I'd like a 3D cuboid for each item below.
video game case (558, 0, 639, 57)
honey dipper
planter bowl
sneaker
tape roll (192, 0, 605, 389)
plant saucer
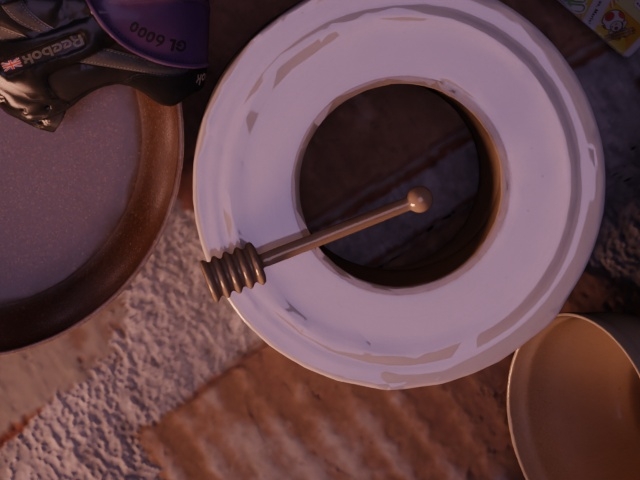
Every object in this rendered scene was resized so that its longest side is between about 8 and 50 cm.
[{"bbox_3d":[0.217,-0.271,1.070,0.206,0.026,0.227,37,108,-18],"label":"video game case"},{"bbox_3d":[0.000,0.000,1.030,0.161,0.030,0.030,-20,98,-4],"label":"honey dipper"},{"bbox_3d":[0.225,0.124,1.110,0.109,0.162,0.162,-8,98,-30],"label":"planter bowl"},{"bbox_3d":[-0.213,-0.128,1.014,0.283,0.107,0.124,-3,103,-4],"label":"sneaker"},{"bbox_3d":[0.051,-0.044,1.093,0.286,0.100,0.286,0,97,-4],"label":"tape roll"},{"bbox_3d":[-0.251,-0.073,1.090,0.311,0.050,0.310,-1,98,-5],"label":"plant saucer"}]
